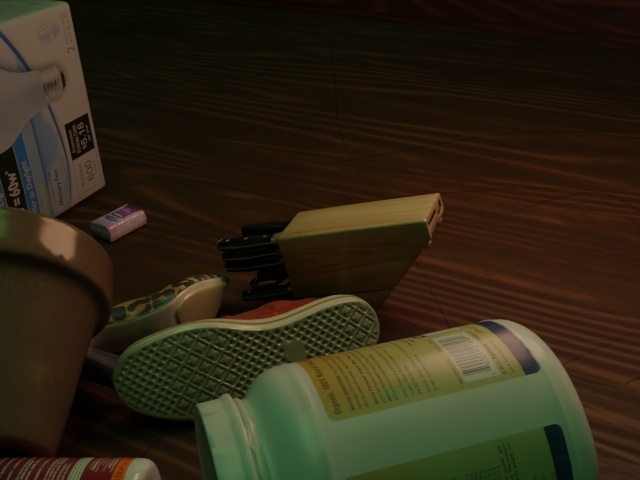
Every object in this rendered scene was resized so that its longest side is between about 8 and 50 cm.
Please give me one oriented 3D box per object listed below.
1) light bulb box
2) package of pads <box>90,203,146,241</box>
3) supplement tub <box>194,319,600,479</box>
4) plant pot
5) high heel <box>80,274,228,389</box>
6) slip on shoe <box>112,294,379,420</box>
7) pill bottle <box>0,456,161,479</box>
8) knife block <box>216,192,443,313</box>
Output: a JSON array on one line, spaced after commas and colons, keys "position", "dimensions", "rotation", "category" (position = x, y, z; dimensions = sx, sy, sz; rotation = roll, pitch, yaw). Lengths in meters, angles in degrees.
[{"position": [-0.587, -0.189, 1.374], "dimensions": [0.225, 0.357, 0.361], "rotation": [10, 32, 24], "category": "light bulb box"}, {"position": [-0.343, -0.030, 1.404], "dimensions": [0.050, 0.032, 0.083], "rotation": [22, 37, 31], "category": "package of pads"}, {"position": [0.059, 0.208, 0.748], "dimensions": [0.316, 0.228, 0.228], "rotation": [-10, 30, -14], "category": "supplement tub"}, {"position": [-0.354, 0.124, 0.874], "dimensions": [0.263, 0.263, 0.229], "rotation": [-5, 56, -5], "category": "plant pot"}, {"position": [-0.258, 0.098, 1.115], "dimensions": [0.186, 0.093, 0.261], "rotation": [10, 32, 29], "category": "high heel"}, {"position": [-0.091, 0.138, 1.022], "dimensions": [0.331, 0.123, 0.101], "rotation": [-14, 8, -20], "category": "slip on shoe"}, {"position": [-0.269, 0.266, 0.776], "dimensions": [0.221, 0.121, 0.121], "rotation": [0, 29, 4], "category": "pill bottle"}, {"position": [0.000, 0.000, 1.128], "dimensions": [0.242, 0.275, 0.088], "rotation": [33, 35, 0], "category": "knife block"}]
